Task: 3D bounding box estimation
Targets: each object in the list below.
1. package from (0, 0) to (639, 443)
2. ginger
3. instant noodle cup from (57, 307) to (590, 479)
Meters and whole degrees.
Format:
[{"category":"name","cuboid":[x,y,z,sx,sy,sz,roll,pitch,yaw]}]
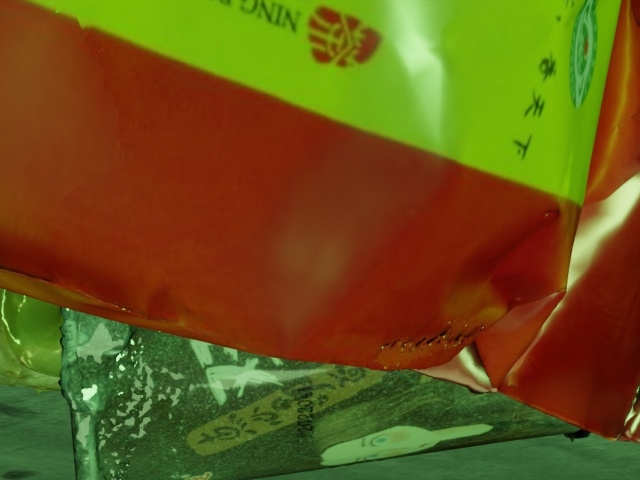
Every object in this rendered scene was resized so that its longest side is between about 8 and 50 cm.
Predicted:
[{"category":"package","cuboid":[-0.067,-0.084,0.375,0.423,0.196,0.123,16,180,-38]},{"category":"ginger","cuboid":[-0.130,0.028,0.942,0.216,0.102,0.157,-6,-173,7]},{"category":"instant noodle cup","cuboid":[0.000,0.000,0.709,0.207,0.217,0.217,-3,161,-7]}]
